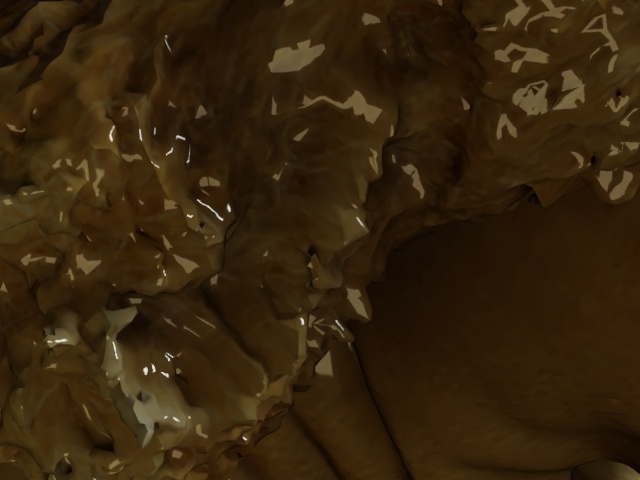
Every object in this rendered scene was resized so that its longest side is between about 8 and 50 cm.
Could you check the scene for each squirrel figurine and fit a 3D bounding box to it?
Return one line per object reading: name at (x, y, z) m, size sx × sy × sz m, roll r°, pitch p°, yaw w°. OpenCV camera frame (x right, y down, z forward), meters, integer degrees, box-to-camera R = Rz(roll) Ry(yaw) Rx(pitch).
squirrel figurine at (0.000, 0.000, 0.577) m, size 0.370 × 0.281 × 0.397 m, roll -18°, pitch 150°, yaw 21°
